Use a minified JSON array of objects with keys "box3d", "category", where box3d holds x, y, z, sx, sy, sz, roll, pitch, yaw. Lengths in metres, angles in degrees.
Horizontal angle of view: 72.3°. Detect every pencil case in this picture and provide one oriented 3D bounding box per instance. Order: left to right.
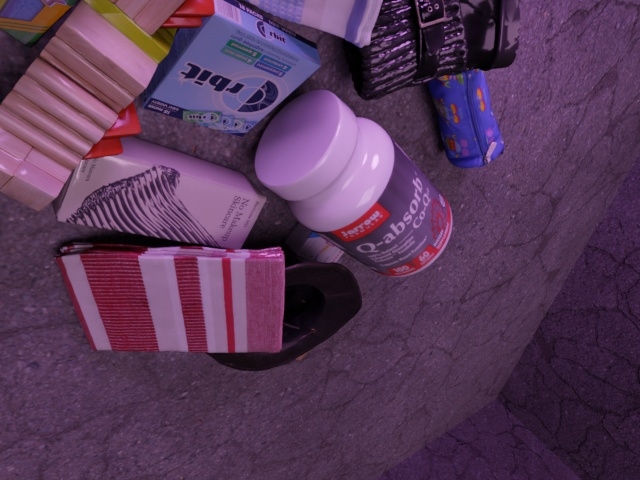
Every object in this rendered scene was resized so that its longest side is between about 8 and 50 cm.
[{"box3d":[0.294,-0.269,0.886,0.120,0.133,0.306,-30,139,7],"category":"pencil case"}]

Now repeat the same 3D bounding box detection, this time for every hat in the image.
[{"box3d":[-0.088,0.121,0.884,0.332,0.133,0.331,-12,137,-12],"category":"hat"}]

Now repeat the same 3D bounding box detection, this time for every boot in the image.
[{"box3d":[0.152,-0.405,0.656,0.261,0.131,0.347,-10,105,-1],"category":"boot"}]

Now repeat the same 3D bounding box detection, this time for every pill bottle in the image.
[{"box3d":[0.070,-0.084,0.779,0.210,0.210,0.363,-52,135,7],"category":"pill bottle"}]

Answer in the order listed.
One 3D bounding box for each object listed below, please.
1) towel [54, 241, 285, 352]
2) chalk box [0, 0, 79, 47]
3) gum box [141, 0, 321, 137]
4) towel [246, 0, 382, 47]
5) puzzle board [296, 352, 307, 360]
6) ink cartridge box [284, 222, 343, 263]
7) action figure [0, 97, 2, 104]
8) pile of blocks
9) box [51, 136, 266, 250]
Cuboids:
[{"box3d":[-0.225,0.103,0.714,0.330,0.037,0.236,2,129,-6],"category":"towel"},{"box3d":[-0.230,-0.270,0.339,0.132,0.213,0.132,36,66,-41],"category":"chalk box"},{"box3d":[-0.119,-0.214,0.570,0.157,0.041,0.185,7,156,-44],"category":"gum box"},{"box3d":[-0.053,-0.329,0.437,0.286,0.034,0.209,18,144,-5],"category":"towel"},{"box3d":[-0.057,0.257,1.116,0.096,0.011,0.128,-48,139,5],"category":"puzzle board"},{"box3d":[0.000,0.000,0.919,0.088,0.052,0.123,-53,141,8],"category":"ink cartridge box"},{"box3d":[-0.390,-0.168,0.445,0.137,0.063,0.232,-27,140,-25],"category":"action figure"},{"box3d":[-0.231,-0.173,0.467,0.362,0.149,0.113,-46,127,8],"category":"pile of blocks"},{"box3d":[-0.225,-0.069,0.637,0.275,0.094,0.113,11,115,-44],"category":"box"}]
